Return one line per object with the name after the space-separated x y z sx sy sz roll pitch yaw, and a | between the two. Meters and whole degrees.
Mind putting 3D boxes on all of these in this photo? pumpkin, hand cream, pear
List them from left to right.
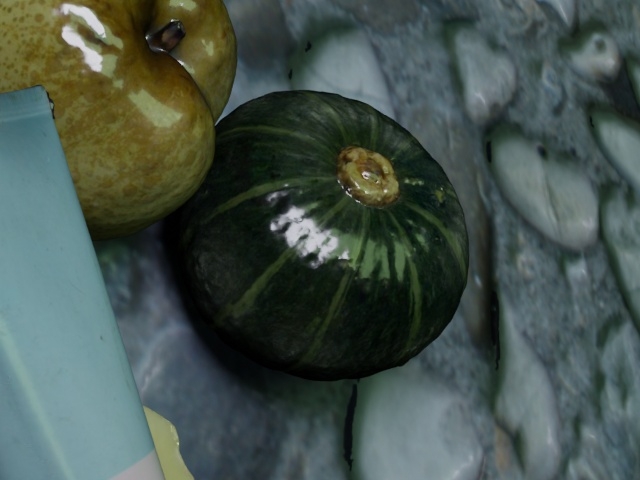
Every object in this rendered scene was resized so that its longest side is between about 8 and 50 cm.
-0.099 0.094 0.567 0.111 0.070 0.312 -21 95 -66 | hand cream
-0.115 -0.084 0.688 0.167 0.136 0.167 26 55 -44 | pear
0.001 -0.001 0.787 0.167 0.125 0.167 24 34 -18 | pumpkin

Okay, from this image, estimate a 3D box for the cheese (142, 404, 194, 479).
-0.111 0.185 0.622 0.127 0.050 0.255 37 48 -33 | cheese
